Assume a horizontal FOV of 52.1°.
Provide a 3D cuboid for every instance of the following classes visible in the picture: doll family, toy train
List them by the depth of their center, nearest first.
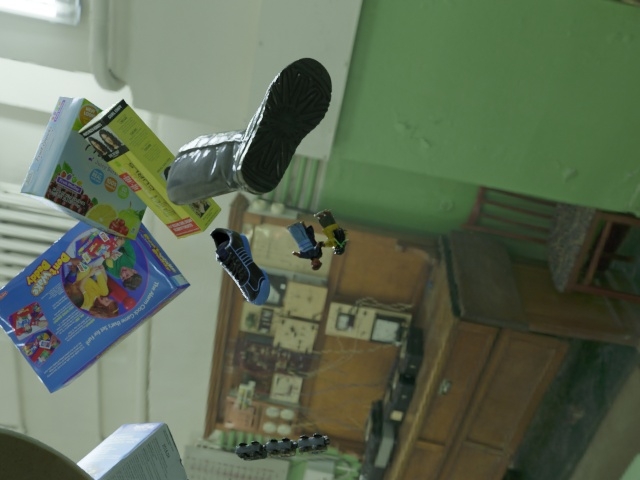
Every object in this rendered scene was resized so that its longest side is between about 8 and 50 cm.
[{"bbox_3d":[-0.057,0.324,1.019,0.036,0.158,0.027,58,-153,-43],"label":"toy train"},{"bbox_3d":[0.000,0.000,1.419,0.076,0.193,0.111,-31,84,54],"label":"doll family"}]

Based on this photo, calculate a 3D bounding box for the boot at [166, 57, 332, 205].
[{"bbox_3d":[-0.093,-0.123,0.790,0.190,0.076,0.208,-57,24,-17],"label":"boot"}]

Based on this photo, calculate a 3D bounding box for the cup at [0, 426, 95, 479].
[{"bbox_3d":[-0.425,0.435,0.815,0.237,0.331,0.331,-49,2,1],"label":"cup"}]

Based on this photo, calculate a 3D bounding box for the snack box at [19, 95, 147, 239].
[{"bbox_3d":[-0.376,-0.117,1.109,0.207,0.070,0.175,38,-115,-57],"label":"snack box"}]

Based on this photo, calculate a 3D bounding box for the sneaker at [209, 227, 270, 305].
[{"bbox_3d":[-0.199,0.060,1.569,0.081,0.090,0.232,-49,48,20],"label":"sneaker"}]

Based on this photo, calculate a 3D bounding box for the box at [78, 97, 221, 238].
[{"bbox_3d":[-0.266,-0.107,1.034,0.087,0.232,0.058,-11,37,45],"label":"box"}]

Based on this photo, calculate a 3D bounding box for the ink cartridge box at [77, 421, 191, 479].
[{"bbox_3d":[-0.423,0.585,1.431,0.395,0.151,0.270,-35,-69,-55],"label":"ink cartridge box"}]

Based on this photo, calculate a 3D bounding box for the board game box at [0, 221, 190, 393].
[{"bbox_3d":[-0.476,0.111,1.341,0.347,0.233,0.078,-38,-3,6],"label":"board game box"}]
